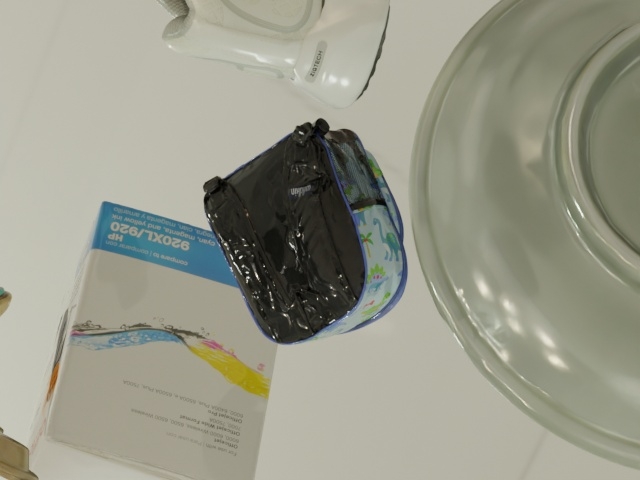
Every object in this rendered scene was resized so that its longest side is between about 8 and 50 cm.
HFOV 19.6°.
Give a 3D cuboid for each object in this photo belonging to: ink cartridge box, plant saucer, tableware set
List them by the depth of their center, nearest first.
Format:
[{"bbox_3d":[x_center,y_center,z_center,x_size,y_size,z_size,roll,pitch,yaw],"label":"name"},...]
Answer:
[{"bbox_3d":[-0.217,0.089,0.989,0.141,0.020,0.168,31,174,-30],"label":"tableware set"},{"bbox_3d":[0.262,-0.042,1.252,0.400,0.400,0.100,26,162,8],"label":"plant saucer"},{"bbox_3d":[-0.139,0.125,1.500,0.168,0.171,0.233,17,-128,-11],"label":"ink cartridge box"}]

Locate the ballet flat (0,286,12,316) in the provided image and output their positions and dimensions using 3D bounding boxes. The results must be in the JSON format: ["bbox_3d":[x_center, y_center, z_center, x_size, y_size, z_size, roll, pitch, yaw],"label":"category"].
[{"bbox_3d":[-0.414,0.102,1.880,0.232,0.073,0.080,-12,-168,11],"label":"ballet flat"}]

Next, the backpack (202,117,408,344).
[{"bbox_3d":[0.000,0.000,1.105,0.084,0.105,0.114,-2,-113,-54],"label":"backpack"}]

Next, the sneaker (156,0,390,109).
[{"bbox_3d":[-0.052,-0.187,1.029,0.118,0.110,0.292,3,-143,-20],"label":"sneaker"}]
